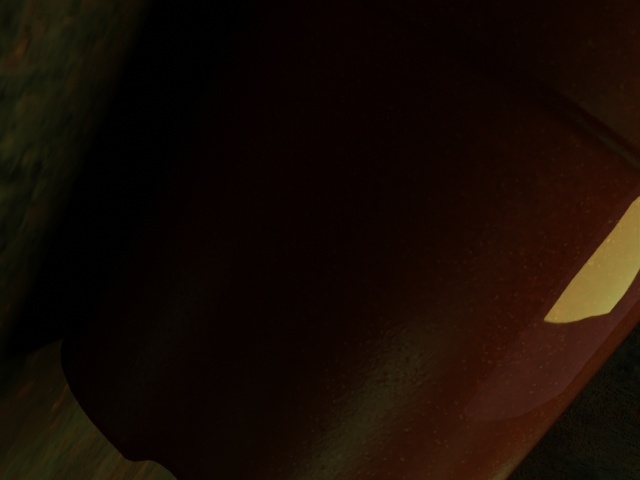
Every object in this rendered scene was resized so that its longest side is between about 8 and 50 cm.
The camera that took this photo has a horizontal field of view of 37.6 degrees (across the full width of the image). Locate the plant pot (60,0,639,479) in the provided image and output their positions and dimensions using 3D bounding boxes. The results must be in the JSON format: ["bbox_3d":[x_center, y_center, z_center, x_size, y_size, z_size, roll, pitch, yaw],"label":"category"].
[{"bbox_3d":[0.035,-0.008,0.435,0.265,0.272,0.272,-57,178,5],"label":"plant pot"}]
